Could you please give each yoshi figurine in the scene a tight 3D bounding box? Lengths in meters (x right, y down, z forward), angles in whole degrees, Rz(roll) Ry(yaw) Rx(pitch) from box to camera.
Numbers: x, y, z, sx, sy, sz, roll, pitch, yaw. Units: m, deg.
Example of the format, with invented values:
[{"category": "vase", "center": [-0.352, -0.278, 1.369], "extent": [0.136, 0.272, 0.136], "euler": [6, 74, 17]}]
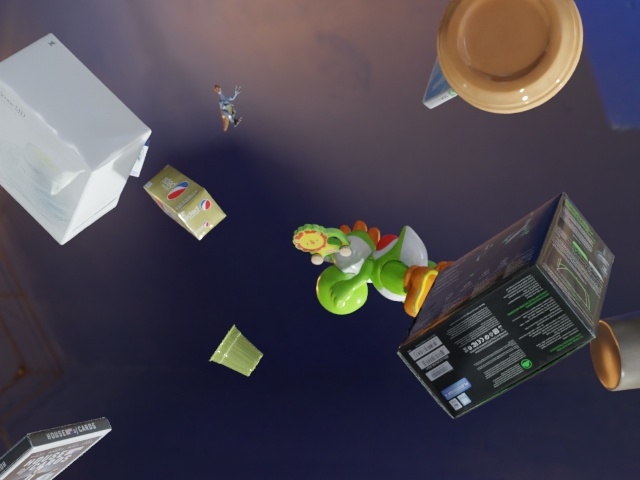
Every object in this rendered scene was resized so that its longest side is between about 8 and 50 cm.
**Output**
[{"category": "yoshi figurine", "center": [0.121, 0.096, 2.517], "extent": [0.362, 0.204, 0.203], "euler": [17, -123, 46]}]

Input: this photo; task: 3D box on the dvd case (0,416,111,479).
[{"category": "dvd case", "center": [-0.469, 0.366, 1.933], "extent": [0.238, 0.030, 0.179], "euler": [-39, 162, 27]}]

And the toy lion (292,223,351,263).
[{"category": "toy lion", "center": [0.000, 0.000, 2.371], "extent": [0.100, 0.096, 0.034], "euler": [-16, -135, 20]}]

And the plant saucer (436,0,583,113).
[{"category": "plant saucer", "center": [0.251, -0.273, 1.628], "extent": [0.199, 0.200, 0.037], "euler": [-16, 171, 18]}]

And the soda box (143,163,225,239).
[{"category": "soda box", "center": [-0.215, -0.062, 1.898], "extent": [0.058, 0.061, 0.181], "euler": [-42, -152, -8]}]

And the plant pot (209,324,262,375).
[{"category": "plant pot", "center": [-0.154, 0.214, 2.282], "extent": [0.083, 0.079, 0.083], "euler": [-56, -179, 2]}]

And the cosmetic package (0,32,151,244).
[{"category": "cosmetic package", "center": [-0.412, -0.155, 1.882], "extent": [0.138, 0.224, 0.225], "euler": [-42, 173, -39]}]

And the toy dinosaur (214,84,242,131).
[{"category": "toy dinosaur", "center": [-0.182, -0.251, 2.264], "extent": [0.090, 0.082, 0.047], "euler": [-34, -165, 29]}]

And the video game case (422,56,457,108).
[{"category": "video game case", "center": [0.250, -0.317, 1.838], "extent": [0.193, 0.023, 0.212], "euler": [-24, -142, 48]}]

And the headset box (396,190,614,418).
[{"category": "headset box", "center": [0.269, 0.082, 1.711], "extent": [0.246, 0.131, 0.283], "euler": [-36, -171, 28]}]

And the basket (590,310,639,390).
[{"category": "basket", "center": [0.608, 0.186, 2.138], "extent": [0.226, 0.154, 0.204], "euler": [-8, 178, -10]}]

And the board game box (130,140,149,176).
[{"category": "board game box", "center": [-0.384, -0.168, 2.324], "extent": [0.090, 0.090, 0.020], "euler": [14, -132, -13]}]
